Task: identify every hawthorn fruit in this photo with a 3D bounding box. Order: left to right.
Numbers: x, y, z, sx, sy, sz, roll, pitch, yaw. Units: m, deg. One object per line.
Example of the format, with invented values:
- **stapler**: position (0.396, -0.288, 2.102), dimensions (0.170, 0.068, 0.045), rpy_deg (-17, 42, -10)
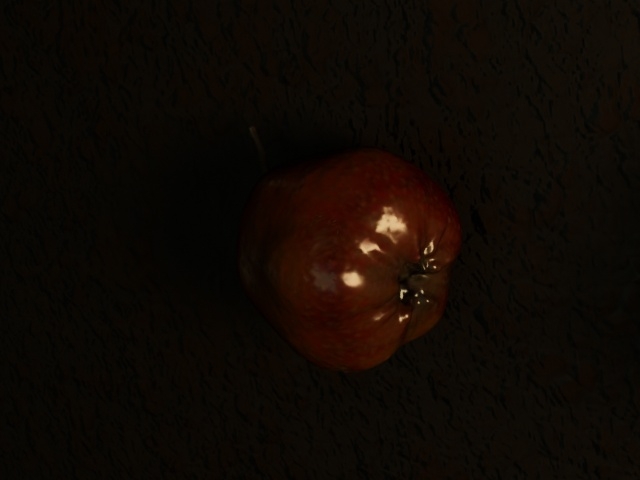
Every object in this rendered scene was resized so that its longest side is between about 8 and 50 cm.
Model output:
- **hawthorn fruit**: position (0.000, 0.000, 1.114), dimensions (0.203, 0.162, 0.163), rpy_deg (24, 123, 45)
